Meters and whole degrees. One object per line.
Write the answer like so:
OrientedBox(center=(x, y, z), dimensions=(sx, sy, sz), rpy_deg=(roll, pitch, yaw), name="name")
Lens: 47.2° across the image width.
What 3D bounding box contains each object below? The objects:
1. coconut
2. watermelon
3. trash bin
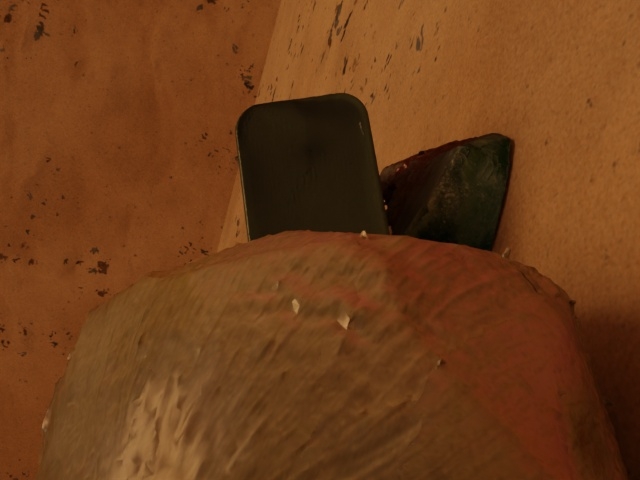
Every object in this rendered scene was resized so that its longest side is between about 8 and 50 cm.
OrientedBox(center=(-0.003, 0.176, 0.465), dimensions=(0.404, 0.404, 0.405), rpy_deg=(-168, 90, -74), name="coconut")
OrientedBox(center=(0.127, -0.063, 0.853), dimensions=(0.241, 0.094, 0.154), rpy_deg=(-133, 62, -75), name="watermelon")
OrientedBox(center=(0.000, 0.000, 0.845), dimensions=(0.343, 0.158, 0.223), rpy_deg=(92, 170, -73), name="trash bin")
